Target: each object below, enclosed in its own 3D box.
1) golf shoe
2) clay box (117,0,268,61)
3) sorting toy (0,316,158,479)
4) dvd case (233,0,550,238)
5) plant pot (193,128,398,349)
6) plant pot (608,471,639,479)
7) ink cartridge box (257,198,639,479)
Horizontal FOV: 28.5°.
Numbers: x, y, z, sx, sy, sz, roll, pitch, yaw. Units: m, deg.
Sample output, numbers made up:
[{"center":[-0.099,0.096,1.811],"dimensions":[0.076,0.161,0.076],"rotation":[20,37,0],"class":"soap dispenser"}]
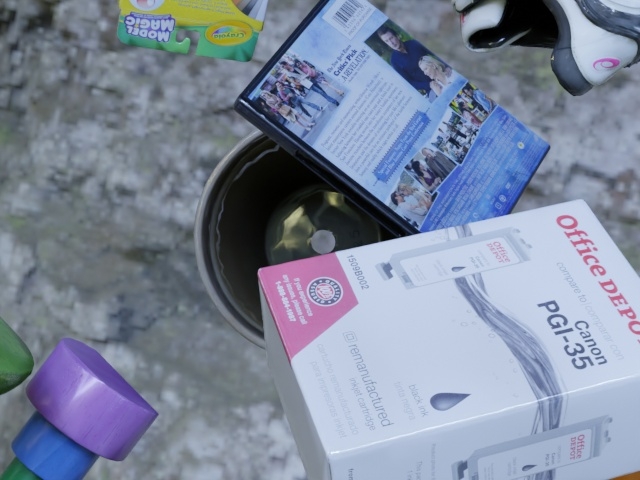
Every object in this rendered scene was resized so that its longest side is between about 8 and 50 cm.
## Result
[{"center":[0.075,-0.123,0.516],"dimensions":[0.067,0.086,0.186],"rotation":[40,4,-38],"class":"golf shoe"},{"center":[-0.096,-0.267,1.056],"dimensions":[0.127,0.222,0.053],"rotation":[7,28,-17],"class":"clay box"},{"center":[-0.231,0.058,0.559],"dimensions":[0.127,0.126,0.365],"rotation":[37,0,44],"class":"sorting toy"},{"center":[0.068,-0.100,1.116],"dimensions":[0.253,0.180,0.022],"rotation":[38,-33,-3],"class":"dvd case"},{"center":[0.000,0.000,1.741],"dimensions":[0.323,0.323,0.280],"rotation":[11,-2,1],"class":"plant pot"},{"center":[0.307,0.198,1.317],"dimensions":[0.205,0.205,0.188],"rotation":[11,4,-3],"class":"plant pot"},{"center":[0.113,0.093,0.970],"dimensions":[0.282,0.117,0.207],"rotation":[-13,42,-11],"class":"ink cartridge box"}]
